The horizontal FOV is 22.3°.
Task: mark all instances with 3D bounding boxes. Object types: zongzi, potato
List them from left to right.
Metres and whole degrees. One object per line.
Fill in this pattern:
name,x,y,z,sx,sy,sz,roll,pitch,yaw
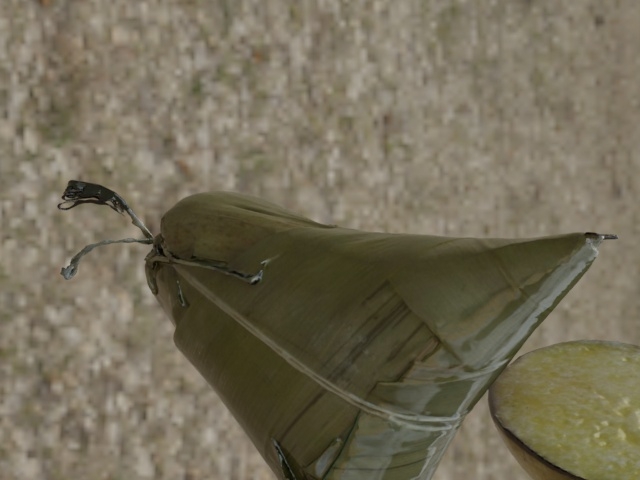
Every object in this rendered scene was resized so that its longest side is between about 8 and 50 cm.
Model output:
zongzi,0.000,0.000,1.451,0.181,0.447,0.418,-10,144,-52
potato,0.309,0.207,1.598,0.239,0.299,0.116,-34,132,-35
